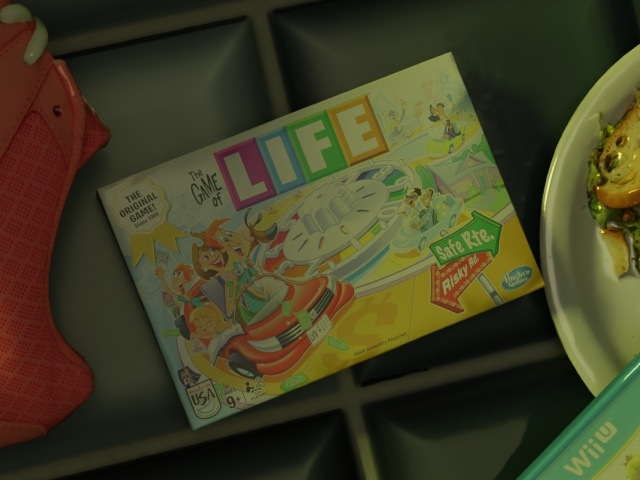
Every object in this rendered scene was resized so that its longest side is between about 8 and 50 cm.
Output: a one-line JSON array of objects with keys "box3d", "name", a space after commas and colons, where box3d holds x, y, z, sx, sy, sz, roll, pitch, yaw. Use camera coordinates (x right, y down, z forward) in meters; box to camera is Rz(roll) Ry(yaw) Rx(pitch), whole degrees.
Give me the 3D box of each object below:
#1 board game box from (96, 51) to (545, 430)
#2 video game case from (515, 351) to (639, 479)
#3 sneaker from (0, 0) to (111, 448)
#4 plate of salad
[{"box3d": [0.000, 0.000, 0.701, 0.154, 0.026, 0.103, -22, 89, -8], "name": "board game box"}, {"box3d": [0.163, 0.130, 0.703, 0.166, 0.015, 0.119, 42, 101, -3], "name": "video game case"}, {"box3d": [-0.150, -0.066, 0.656, 0.136, 0.116, 0.314, -5, 94, -14], "name": "sneaker"}, {"box3d": [0.190, 0.000, 0.715, 0.200, 0.048, 0.200, 1, 86, -8], "name": "plate of salad"}]
